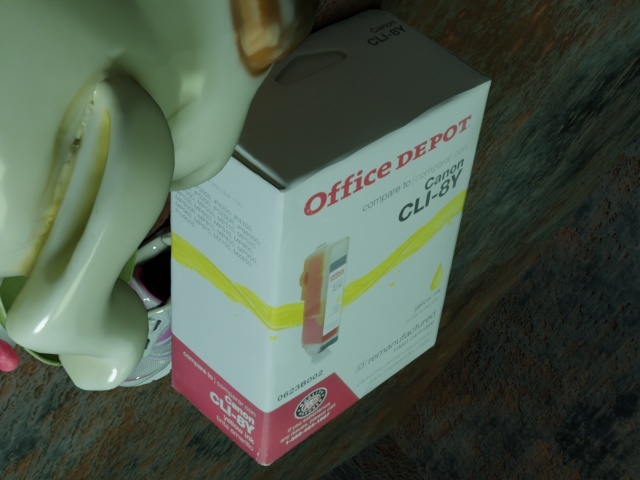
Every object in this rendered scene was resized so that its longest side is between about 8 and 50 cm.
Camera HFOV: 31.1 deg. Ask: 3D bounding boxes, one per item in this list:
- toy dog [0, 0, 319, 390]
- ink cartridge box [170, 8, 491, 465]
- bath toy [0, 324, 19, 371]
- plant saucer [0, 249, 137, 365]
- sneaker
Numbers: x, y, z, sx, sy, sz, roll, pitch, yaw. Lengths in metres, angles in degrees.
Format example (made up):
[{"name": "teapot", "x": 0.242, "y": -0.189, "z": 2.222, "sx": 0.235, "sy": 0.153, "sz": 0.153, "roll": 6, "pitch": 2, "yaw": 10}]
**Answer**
[{"name": "toy dog", "x": -0.195, "y": -0.105, "z": 0.597, "sx": 0.284, "sy": 0.395, "sz": 0.408, "roll": 5, "pitch": -164, "yaw": 41}, {"name": "ink cartridge box", "x": 0.000, "y": 0.000, "z": 1.166, "sx": 0.279, "sy": 0.160, "sz": 0.384, "roll": -30, "pitch": 143, "yaw": -33}, {"name": "bath toy", "x": -0.391, "y": 0.137, "z": 0.967, "sx": 0.348, "sy": 0.129, "sz": 0.151, "roll": -38, "pitch": 162, "yaw": -6}, {"name": "plant saucer", "x": -0.201, "y": -0.027, "z": 0.867, "sx": 0.037, "sy": 0.241, "sz": 0.241, "roll": 2, "pitch": 171, "yaw": 16}, {"name": "sneaker", "x": -0.183, "y": 0.063, "z": 1.258, "sx": 0.111, "sy": 0.103, "sz": 0.252, "roll": -6, "pitch": 135, "yaw": -58}]
